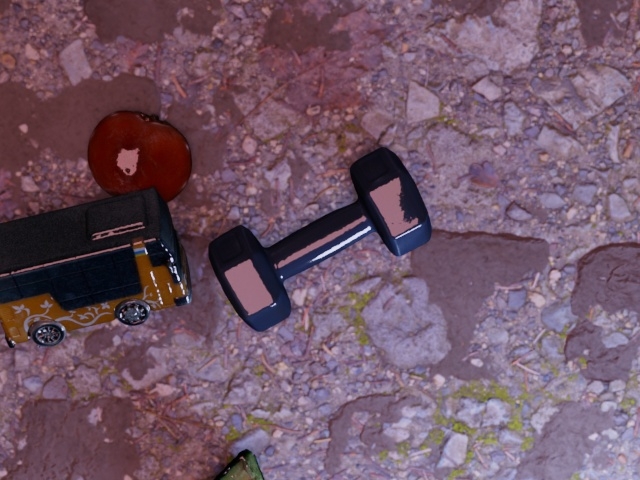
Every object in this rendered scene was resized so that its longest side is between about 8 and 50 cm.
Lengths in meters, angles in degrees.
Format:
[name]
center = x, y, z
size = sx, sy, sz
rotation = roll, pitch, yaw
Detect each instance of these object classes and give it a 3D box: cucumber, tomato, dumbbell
[cucumber]
center = -0.138, 0.418, 1.769
size = 0.115, 0.086, 0.193
rotation = 41, 99, -6
[tomato]
center = -0.269, -0.119, 1.689
size = 0.159, 0.091, 0.139
rotation = 22, 98, -8
[dumbbell]
center = 0.000, 0.000, 1.693
size = 0.325, 0.144, 0.160
rotation = -28, 96, 1

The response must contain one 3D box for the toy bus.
[toy bus]
center = -0.336, 0.036, 1.652
size = 0.275, 0.138, 0.167
rotation = -13, 131, -3
